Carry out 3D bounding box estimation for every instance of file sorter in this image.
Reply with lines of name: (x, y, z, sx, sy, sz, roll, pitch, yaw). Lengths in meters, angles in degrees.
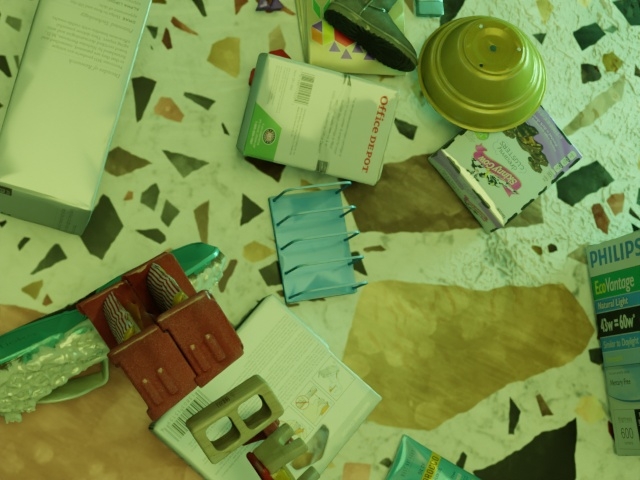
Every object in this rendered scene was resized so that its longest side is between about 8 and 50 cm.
file sorter: (0.000, 0.000, 1.845, 0.118, 0.104, 0.170, -8, 83, -17)

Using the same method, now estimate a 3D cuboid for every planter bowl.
planter bowl: (0.270, -0.291, 1.919, 0.217, 0.090, 0.217, 2, 68, -5)

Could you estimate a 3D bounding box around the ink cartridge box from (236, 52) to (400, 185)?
ink cartridge box: (-0.004, -0.189, 1.860, 0.219, 0.092, 0.160, 13, 97, -14)

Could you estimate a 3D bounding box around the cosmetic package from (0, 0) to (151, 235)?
cosmetic package: (-0.361, -0.220, 1.726, 0.156, 0.217, 0.385, 15, 79, -12)

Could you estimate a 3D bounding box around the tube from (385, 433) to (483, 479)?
tube: (0.208, 0.386, 1.873, 0.207, 0.052, 0.080, 26, 66, -3)

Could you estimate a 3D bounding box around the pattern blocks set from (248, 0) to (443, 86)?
pattern blocks set: (0.050, -0.339, 1.954, 0.324, 0.026, 0.286, 9, 79, -14)

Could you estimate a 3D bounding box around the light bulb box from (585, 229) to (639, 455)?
light bulb box: (0.620, 0.145, 1.859, 0.225, 0.358, 0.361, -5, 81, -18)

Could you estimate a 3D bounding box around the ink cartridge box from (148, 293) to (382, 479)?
ink cartridge box: (-0.081, 0.260, 1.804, 0.239, 0.060, 0.275, 43, 72, -6)

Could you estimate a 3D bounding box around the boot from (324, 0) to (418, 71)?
boot: (0.124, -0.403, 1.941, 0.189, 0.076, 0.208, 37, 67, -9)

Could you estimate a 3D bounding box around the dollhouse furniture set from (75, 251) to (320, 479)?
dollhouse furniture set: (-0.157, 0.219, 1.633, 0.152, 0.201, 0.374, -34, 114, -11)

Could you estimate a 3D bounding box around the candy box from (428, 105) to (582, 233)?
candy box: (0.305, -0.136, 1.967, 0.196, 0.070, 0.165, -40, 92, -18)

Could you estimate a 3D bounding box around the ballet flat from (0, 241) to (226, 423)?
ballet flat: (-0.316, 0.138, 1.741, 0.408, 0.147, 0.147, -25, 88, -15)
